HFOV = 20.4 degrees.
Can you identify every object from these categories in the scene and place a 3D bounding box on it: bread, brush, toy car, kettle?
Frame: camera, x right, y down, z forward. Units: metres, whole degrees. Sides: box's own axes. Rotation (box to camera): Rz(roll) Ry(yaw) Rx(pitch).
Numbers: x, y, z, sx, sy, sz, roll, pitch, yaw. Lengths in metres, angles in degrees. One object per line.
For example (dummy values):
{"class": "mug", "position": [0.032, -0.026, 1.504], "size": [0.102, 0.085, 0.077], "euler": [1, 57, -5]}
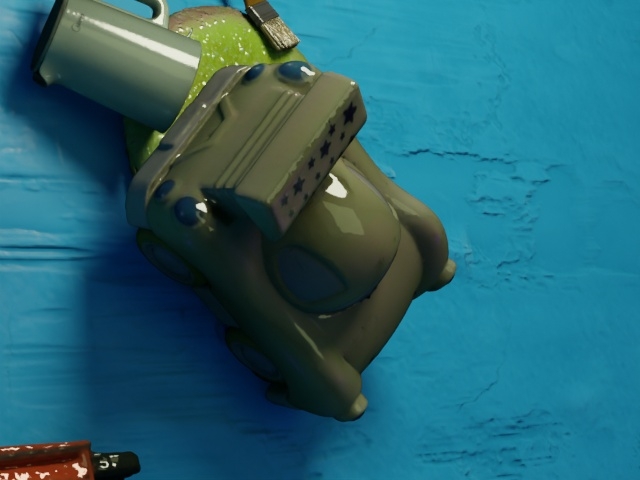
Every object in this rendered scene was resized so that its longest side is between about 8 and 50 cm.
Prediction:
{"class": "bread", "position": [-0.089, -0.113, 1.888], "size": [0.301, 0.045, 0.301], "euler": [17, 63, -37]}
{"class": "brush", "position": [-0.085, -0.274, 1.940], "size": [0.170, 0.014, 0.043], "euler": [51, 31, 4]}
{"class": "toy car", "position": [0.000, 0.000, 1.754], "size": [0.336, 0.226, 0.242], "euler": [51, 62, -32]}
{"class": "brush", "position": [-0.298, 0.208, 1.555], "size": [0.323, 0.070, 0.051], "euler": [-2, 73, -43]}
{"class": "kettle", "position": [-0.196, -0.189, 1.743], "size": [0.148, 0.098, 0.127], "euler": [23, 98, -15]}
